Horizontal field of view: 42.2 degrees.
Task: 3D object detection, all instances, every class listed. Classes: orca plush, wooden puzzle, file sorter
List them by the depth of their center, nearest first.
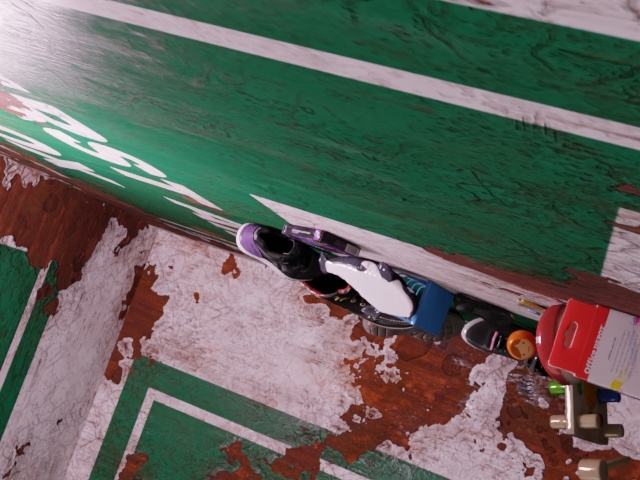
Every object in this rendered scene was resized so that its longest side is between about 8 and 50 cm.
[{"bbox_3d":[0.456,0.142,1.781,0.078,0.014,0.116,24,174,6],"label":"wooden puzzle"},{"bbox_3d":[0.134,0.104,2.089,0.287,0.151,0.102,13,-158,34],"label":"orca plush"},{"bbox_3d":[0.252,0.163,2.143,0.104,0.118,0.170,20,175,32],"label":"file sorter"}]

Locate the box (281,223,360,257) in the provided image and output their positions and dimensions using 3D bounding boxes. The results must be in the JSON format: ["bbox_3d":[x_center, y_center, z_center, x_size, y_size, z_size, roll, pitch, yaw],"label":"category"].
[{"bbox_3d":[0.000,0.000,1.906,0.116,0.029,0.162,24,174,-34],"label":"box"}]

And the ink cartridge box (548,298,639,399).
[{"bbox_3d":[0.531,0.199,1.454,0.231,0.134,0.078,18,175,20],"label":"ink cartridge box"}]

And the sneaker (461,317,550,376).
[{"bbox_3d":[0.542,0.292,2.286,0.295,0.105,0.147,15,-167,-16],"label":"sneaker"}]

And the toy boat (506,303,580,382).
[{"bbox_3d":[0.443,0.206,1.628,0.151,0.151,0.231,-2,167,16],"label":"toy boat"}]

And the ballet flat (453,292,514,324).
[{"bbox_3d":[0.416,0.173,2.104,0.173,0.049,0.057,20,132,-15],"label":"ballet flat"}]

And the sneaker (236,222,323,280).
[{"bbox_3d":[-0.082,0.040,2.212,0.283,0.107,0.124,24,167,-32],"label":"sneaker"}]

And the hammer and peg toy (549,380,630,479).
[{"bbox_3d":[0.703,0.454,2.186,0.127,0.361,0.266,-10,157,36],"label":"hammer and peg toy"}]

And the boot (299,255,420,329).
[{"bbox_3d":[0.111,0.151,2.456,0.377,0.138,0.284,23,176,22],"label":"boot"}]

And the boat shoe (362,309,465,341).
[{"bbox_3d":[0.299,0.234,2.681,0.355,0.132,0.130,9,-143,-20],"label":"boat shoe"}]
